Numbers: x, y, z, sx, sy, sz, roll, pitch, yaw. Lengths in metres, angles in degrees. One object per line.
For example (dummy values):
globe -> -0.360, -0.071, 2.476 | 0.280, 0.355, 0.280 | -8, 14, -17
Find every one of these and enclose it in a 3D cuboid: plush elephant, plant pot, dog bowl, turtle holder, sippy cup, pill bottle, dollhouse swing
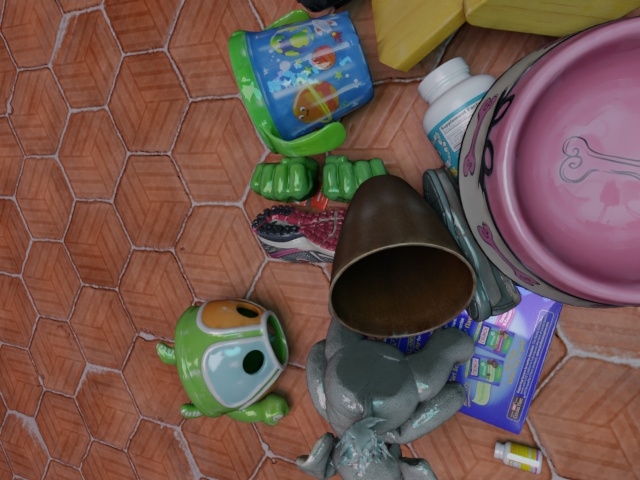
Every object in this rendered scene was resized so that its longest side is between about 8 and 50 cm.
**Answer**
plush elephant -> 0.093, 0.297, 0.765 | 0.271, 0.330, 0.256 | 12, 126, 15
plant pot -> 0.115, 0.003, 0.746 | 0.215, 0.231, 0.216 | -1, 134, -1
dog bowl -> 0.398, -0.096, 0.601 | 0.407, 0.150, 0.409 | 1, 94, 11
turtle holder -> -0.191, 0.285, 1.024 | 0.227, 0.243, 0.321 | -18, 81, 9
sippy cup -> -0.024, -0.312, 0.864 | 0.223, 0.240, 0.306 | -19, 95, 8
pill bottle -> 0.383, 0.419, 0.883 | 0.083, 0.043, 0.044 | 8, 101, 24
dollhouse swing -> 0.282, -0.455, 0.729 | 0.314, 0.305, 0.347 | -1, 75, -16
pill bottle -> 0.275, -0.179, 0.787 | 0.146, 0.146, 0.264 | -32, 83, 25

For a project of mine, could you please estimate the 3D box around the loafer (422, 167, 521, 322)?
loafer -> 0.248, -0.002, 0.762 | 0.084, 0.096, 0.268 | -15, 77, -4

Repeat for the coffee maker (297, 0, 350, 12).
coffee maker -> 0.020, -0.525, 0.826 | 0.171, 0.120, 0.178 | -42, 42, 34

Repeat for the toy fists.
toy fists -> 0.000, -0.121, 0.901 | 0.278, 0.142, 0.096 | 2, 99, 13

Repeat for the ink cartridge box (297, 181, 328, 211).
ink cartridge box -> -0.037, -0.111, 1.005 | 0.115, 0.029, 0.063 | 25, 107, 20

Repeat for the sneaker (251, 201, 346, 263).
sneaker -> 0.000, 0.000, 0.965 | 0.298, 0.121, 0.112 | 12, 140, 30

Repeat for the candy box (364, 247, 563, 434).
candy box -> 0.251, 0.165, 0.863 | 0.316, 0.122, 0.269 | 17, 105, 21
